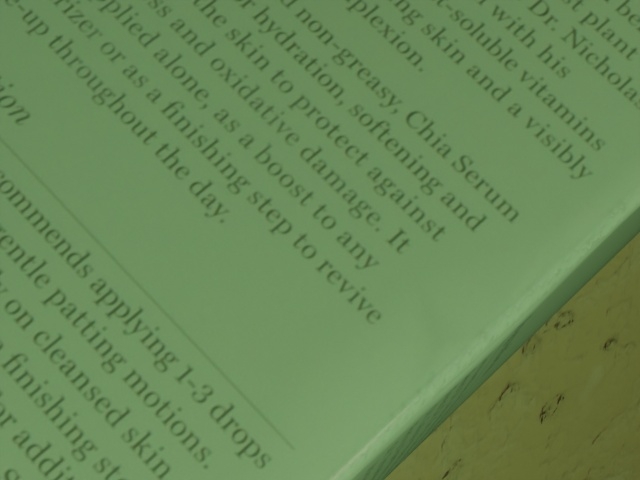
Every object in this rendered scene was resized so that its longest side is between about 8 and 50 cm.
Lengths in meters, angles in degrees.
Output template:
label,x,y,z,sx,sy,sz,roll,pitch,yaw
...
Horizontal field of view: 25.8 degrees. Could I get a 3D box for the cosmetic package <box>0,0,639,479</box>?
label,x,y,z,sx,sy,sz,roll,pitch,yaw
cosmetic package,-0.003,-0.045,0.528,0.453,0.230,0.161,-40,167,-21
